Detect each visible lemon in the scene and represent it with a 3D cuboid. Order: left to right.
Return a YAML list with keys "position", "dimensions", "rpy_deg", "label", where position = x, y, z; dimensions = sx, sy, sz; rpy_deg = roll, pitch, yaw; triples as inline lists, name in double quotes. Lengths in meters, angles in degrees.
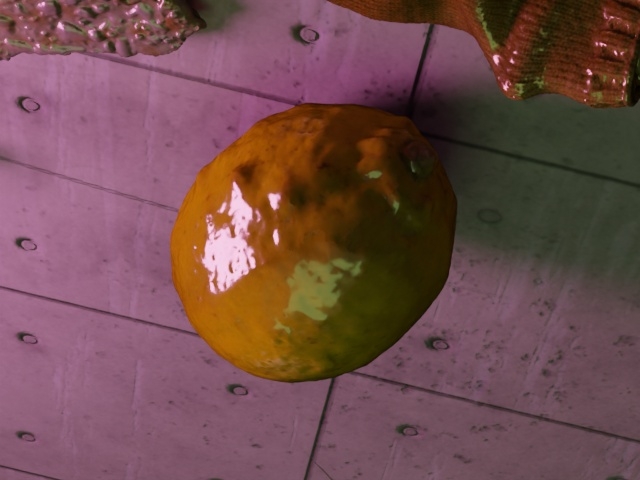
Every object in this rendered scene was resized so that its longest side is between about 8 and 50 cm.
- position: [-0.004, 0.004, 1.890]
  dimensions: [0.285, 0.285, 0.316]
  rpy_deg: [32, 171, -26]
  label: "lemon"

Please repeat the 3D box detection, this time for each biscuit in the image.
- position: [-0.254, -0.231, 1.842]
  dimensions: [0.289, 0.038, 0.141]
  rpy_deg: [0, 143, 16]
  label: "biscuit"

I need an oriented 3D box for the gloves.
- position: [0.155, -0.234, 1.590]
  dimensions: [0.356, 0.155, 0.203]
  rpy_deg: [23, 141, 14]
  label: "gloves"
